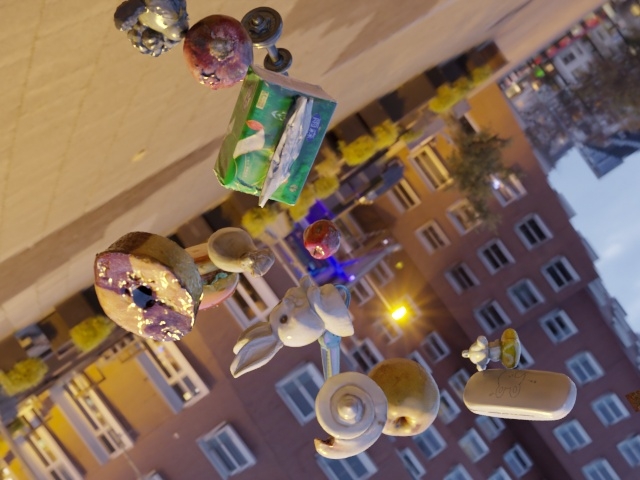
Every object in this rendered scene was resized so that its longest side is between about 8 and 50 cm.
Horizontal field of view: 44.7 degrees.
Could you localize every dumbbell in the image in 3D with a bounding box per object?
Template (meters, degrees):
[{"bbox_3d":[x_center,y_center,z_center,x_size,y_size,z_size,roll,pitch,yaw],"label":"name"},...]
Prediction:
[{"bbox_3d":[-0.124,-0.480,1.946,0.110,0.110,0.254,-36,154,-3],"label":"dumbbell"}]

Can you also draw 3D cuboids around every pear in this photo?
[{"bbox_3d":[0.210,0.406,2.045,0.209,0.209,0.209,-36,-179,1],"label":"pear"}]

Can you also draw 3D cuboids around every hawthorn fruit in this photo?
[{"bbox_3d":[0.000,0.000,1.741,0.093,0.093,0.093,-36,-179,1],"label":"hawthorn fruit"}]

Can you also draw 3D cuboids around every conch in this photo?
[{"bbox_3d":[0.067,0.331,1.454,0.127,0.158,0.255,7,167,15],"label":"conch"}]

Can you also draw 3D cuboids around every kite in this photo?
[{"bbox_3d":[0.526,0.264,1.246,0.044,0.002,0.078,-37,-138,-10],"label":"kite"}]

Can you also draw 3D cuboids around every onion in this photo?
[{"bbox_3d":[-0.221,-0.406,1.688,0.159,0.159,0.195,-36,-167,-2],"label":"onion"}]

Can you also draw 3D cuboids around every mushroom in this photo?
[{"bbox_3d":[-0.202,0.031,1.902,0.116,0.093,0.225,-45,-151,-8],"label":"mushroom"}]

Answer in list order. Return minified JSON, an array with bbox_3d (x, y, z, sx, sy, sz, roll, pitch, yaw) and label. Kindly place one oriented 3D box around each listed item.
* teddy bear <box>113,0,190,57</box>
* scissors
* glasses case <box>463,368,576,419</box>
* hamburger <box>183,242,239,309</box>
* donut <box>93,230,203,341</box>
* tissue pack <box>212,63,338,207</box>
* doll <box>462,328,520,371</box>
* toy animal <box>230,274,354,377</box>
[{"bbox_3d":[-0.360,-0.478,1.689,0.171,0.144,0.251,-36,-174,-11],"label":"teddy bear"},{"bbox_3d":[0.023,0.236,1.926,0.125,0.256,0.030,-11,-166,-32],"label":"scissors"},{"bbox_3d":[0.378,0.295,1.496,0.233,0.059,0.092,-7,-132,48],"label":"glasses case"},{"bbox_3d":[-0.333,0.109,2.181,0.246,0.169,0.246,-11,-167,3],"label":"hamburger"},{"bbox_3d":[-0.244,0.064,1.123,0.184,0.166,0.073,85,24,-44],"label":"donut"},{"bbox_3d":[-0.077,-0.173,1.358,0.209,0.148,0.156,-67,-152,20],"label":"tissue pack"},{"bbox_3d":[0.342,0.229,1.557,0.113,0.071,0.135,6,145,-13],"label":"doll"},{"bbox_3d":[-0.066,0.143,1.336,0.221,0.130,0.103,-21,-141,-5],"label":"toy animal"}]
